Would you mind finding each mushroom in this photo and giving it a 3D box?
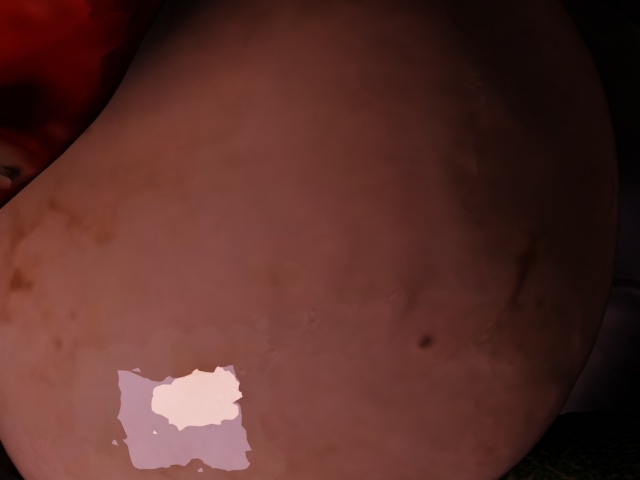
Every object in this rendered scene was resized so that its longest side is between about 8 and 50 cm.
[{"bbox_3d":[0.000,0.006,0.563,0.209,0.206,0.206,38,162,-33],"label":"mushroom"}]

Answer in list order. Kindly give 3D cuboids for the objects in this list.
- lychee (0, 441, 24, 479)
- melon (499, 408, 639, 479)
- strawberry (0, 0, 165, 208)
[{"bbox_3d":[-0.364,0.141,1.094,0.432,0.380,0.380,27,150,10],"label":"lychee"},{"bbox_3d":[0.086,0.149,0.620,0.182,0.182,0.287,41,157,15],"label":"melon"},{"bbox_3d":[-0.166,-0.139,0.483,0.295,0.345,0.317,14,124,-7],"label":"strawberry"}]
